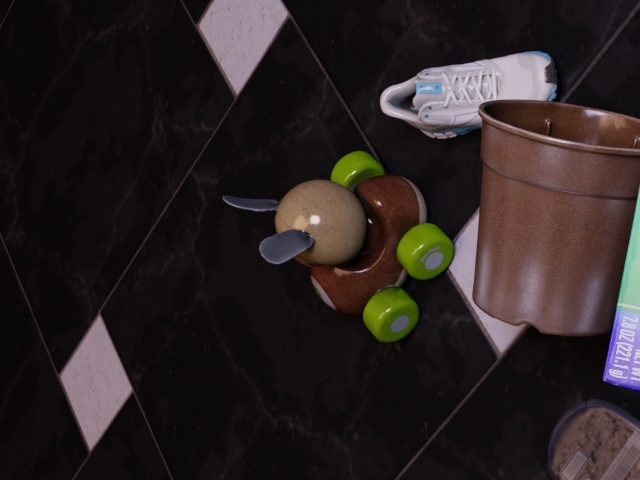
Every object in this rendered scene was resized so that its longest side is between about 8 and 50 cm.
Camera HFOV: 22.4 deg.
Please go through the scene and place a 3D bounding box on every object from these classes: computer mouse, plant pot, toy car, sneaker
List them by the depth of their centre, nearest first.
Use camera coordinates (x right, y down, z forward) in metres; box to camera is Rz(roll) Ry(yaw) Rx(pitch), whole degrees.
[{"bbox_3d":[0.274,0.257,1.284,0.262,0.060,0.184,37,111,33],"label":"computer mouse"},{"bbox_3d":[0.200,-0.017,1.330,0.167,0.167,0.165,26,114,48],"label":"plant pot"},{"bbox_3d":[0.130,-0.131,1.474,0.190,0.083,0.071,-12,75,48],"label":"sneaker"},{"bbox_3d":[0.000,0.000,1.533,0.155,0.188,0.149,49,122,41],"label":"toy car"}]

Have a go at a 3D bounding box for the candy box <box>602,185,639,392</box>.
[{"bbox_3d":[0.365,-0.003,1.020,0.317,0.122,0.268,11,90,24],"label":"candy box"}]
